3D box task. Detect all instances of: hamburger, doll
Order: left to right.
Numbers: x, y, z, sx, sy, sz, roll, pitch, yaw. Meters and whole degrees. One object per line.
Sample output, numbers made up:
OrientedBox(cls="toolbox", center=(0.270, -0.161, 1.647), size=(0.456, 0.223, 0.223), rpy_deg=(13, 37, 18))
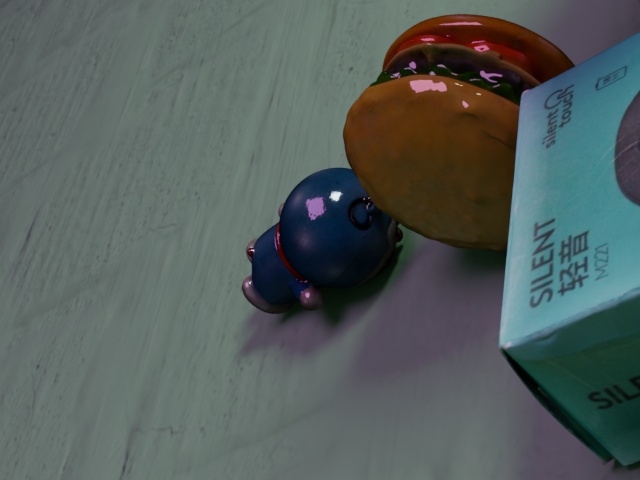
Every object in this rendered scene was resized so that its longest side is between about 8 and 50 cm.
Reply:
OrientedBox(cls="doll", center=(0.000, 0.000, 1.061), size=(0.152, 0.085, 0.114), rpy_deg=(-37, 42, 45))
OrientedBox(cls="hamburger", center=(0.095, -0.068, 0.924), size=(0.162, 0.162, 0.115), rpy_deg=(-16, 39, 47))

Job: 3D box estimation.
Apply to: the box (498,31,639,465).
OrientedBox(cls="box", center=(0.241, -0.040, 0.706), size=(0.311, 0.118, 0.205), rpy_deg=(-28, 32, 35))
